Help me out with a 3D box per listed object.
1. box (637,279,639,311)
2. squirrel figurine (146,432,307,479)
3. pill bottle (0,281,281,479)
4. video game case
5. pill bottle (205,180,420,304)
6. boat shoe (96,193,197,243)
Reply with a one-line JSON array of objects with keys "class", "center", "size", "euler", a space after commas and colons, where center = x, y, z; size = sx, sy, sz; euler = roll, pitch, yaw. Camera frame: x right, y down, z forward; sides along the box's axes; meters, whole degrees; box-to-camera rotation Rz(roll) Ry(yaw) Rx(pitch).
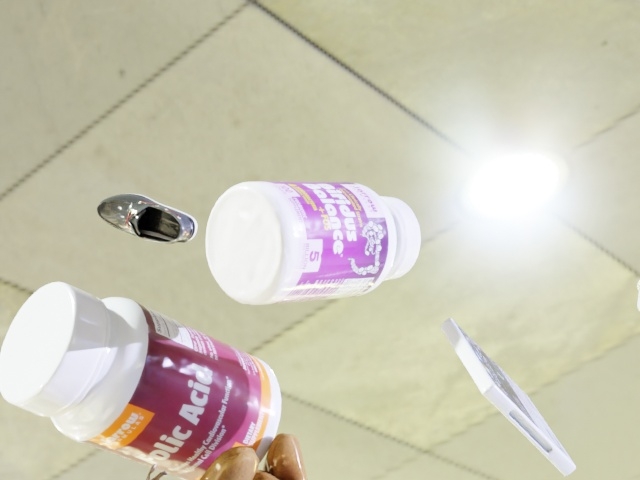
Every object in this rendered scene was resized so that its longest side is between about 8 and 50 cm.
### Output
[{"class": "box", "center": [0.549, 0.061, 1.847], "size": [0.182, 0.119, 0.181], "euler": [-31, 154, -4]}, {"class": "squirrel figurine", "center": [-0.180, 0.484, 1.903], "size": [0.370, 0.281, 0.397], "euler": [2, 130, -41]}, {"class": "pill bottle", "center": [-0.269, 0.219, 2.005], "size": [0.392, 0.224, 0.224], "euler": [28, 127, -37]}, {"class": "video game case", "center": [0.235, 0.196, 1.682], "size": [0.022, 0.190, 0.173], "euler": [-42, 114, 7]}, {"class": "pill bottle", "center": [0.000, 0.000, 1.875], "size": [0.301, 0.169, 0.169], "euler": [-3, 148, -46]}, {"class": "boat shoe", "center": [-0.217, -0.028, 1.621], "size": [0.133, 0.049, 0.042], "euler": [15, -172, 19]}]
